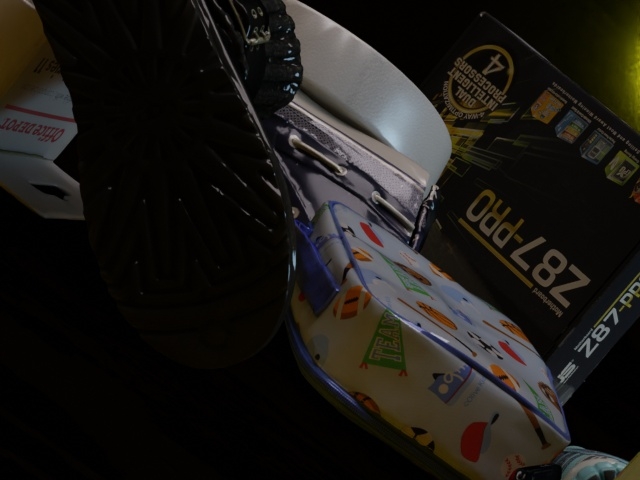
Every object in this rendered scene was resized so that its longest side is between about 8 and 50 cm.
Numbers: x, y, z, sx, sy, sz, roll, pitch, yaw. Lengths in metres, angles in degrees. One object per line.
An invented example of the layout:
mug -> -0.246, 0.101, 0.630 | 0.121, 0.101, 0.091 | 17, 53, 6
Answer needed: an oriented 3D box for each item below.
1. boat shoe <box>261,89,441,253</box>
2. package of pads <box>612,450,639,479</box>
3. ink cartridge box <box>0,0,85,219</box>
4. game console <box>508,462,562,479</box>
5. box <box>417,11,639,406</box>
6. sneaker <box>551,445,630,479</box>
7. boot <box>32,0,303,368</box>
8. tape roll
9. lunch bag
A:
boat shoe -> -0.052, -0.058, 1.782 | 0.340, 0.127, 0.158 | 25, 41, -5
package of pads -> 0.348, 0.211, 1.445 | 0.229, 0.296, 0.101 | 41, 0, 25
ink cartridge box -> -0.271, -0.168, 1.422 | 0.353, 0.119, 0.207 | 41, 7, 8
game console -> 0.174, 0.228, 1.353 | 0.085, 0.124, 0.144 | 13, -1, 18
box -> 0.215, -0.033, 2.158 | 0.097, 0.318, 0.395 | 29, 14, -48
sneaker -> 0.318, 0.263, 1.722 | 0.283, 0.110, 0.122 | 36, 5, -22
boot -> -0.082, -0.084, 1.352 | 0.260, 0.131, 0.348 | 9, 66, -78
tape roll -> -0.051, -0.151, 1.980 | 0.392, 0.072, 0.392 | 27, -14, 8
lunch bag -> 0.069, 0.087, 1.572 | 0.243, 0.115, 0.303 | 34, 10, -18
